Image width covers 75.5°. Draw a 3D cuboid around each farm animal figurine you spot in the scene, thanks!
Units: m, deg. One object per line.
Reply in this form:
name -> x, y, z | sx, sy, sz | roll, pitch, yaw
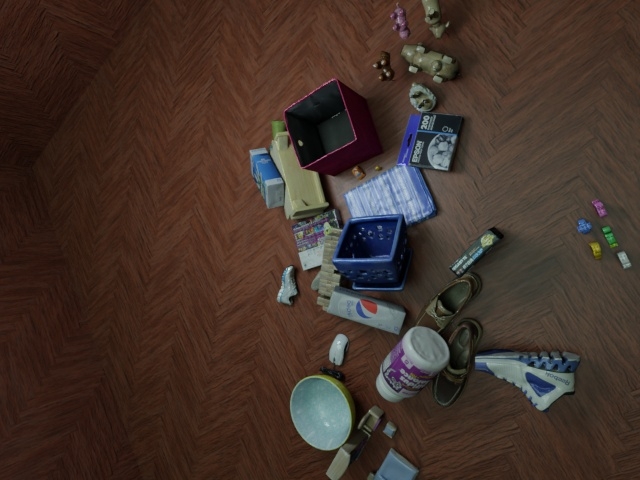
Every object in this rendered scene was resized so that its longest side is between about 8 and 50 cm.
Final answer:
farm animal figurine -> 0.372, -0.684, 1.485 | 0.327, 0.172, 0.330 | 43, 126, 3

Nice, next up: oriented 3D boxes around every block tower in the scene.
block tower -> 0.059, 0.121, 1.683 | 0.091, 0.097, 0.335 | 13, 106, 23

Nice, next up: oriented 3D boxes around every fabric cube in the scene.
fabric cube -> 0.054, -0.426, 1.621 | 0.259, 0.258, 0.254 | -22, 80, 28

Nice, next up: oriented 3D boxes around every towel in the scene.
towel -> 0.264, -0.147, 1.628 | 0.336, 0.040, 0.243 | -26, 77, 28

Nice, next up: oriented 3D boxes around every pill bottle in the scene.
pill bottle -> 0.319, 0.459, 1.494 | 0.169, 0.169, 0.301 | 44, 133, 22

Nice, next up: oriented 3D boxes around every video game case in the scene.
video game case -> 0.000, 0.000, 1.780 | 0.232, 0.042, 0.210 | -20, 82, 29

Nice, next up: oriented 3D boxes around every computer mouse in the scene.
computer mouse -> 0.064, 0.489, 1.749 | 0.106, 0.042, 0.193 | 19, 100, 30

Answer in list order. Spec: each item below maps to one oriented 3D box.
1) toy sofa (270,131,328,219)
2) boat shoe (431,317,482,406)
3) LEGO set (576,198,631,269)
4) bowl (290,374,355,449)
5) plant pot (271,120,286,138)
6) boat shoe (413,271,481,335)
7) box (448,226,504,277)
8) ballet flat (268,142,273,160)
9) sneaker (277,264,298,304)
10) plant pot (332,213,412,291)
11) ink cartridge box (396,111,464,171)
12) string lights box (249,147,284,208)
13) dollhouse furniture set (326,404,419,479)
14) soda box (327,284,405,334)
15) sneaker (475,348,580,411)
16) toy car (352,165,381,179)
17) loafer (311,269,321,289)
toy sofa -> -0.095, -0.276, 1.774 | 0.177, 0.150, 0.362 | 143, 114, -70
boat shoe -> 0.470, 0.442, 1.464 | 0.123, 0.123, 0.342 | 25, 103, 28
LEGO set -> 0.849, -0.007, 1.255 | 0.087, 0.093, 0.227 | -25, 78, 28
bowl -> 0.034, 0.683, 1.702 | 0.290, 0.156, 0.289 | 0, 90, 31
plant pot -> -0.187, -0.498, 1.870 | 0.083, 0.083, 0.079 | 17, 111, 29
boat shoe -> 0.437, 0.243, 1.485 | 0.123, 0.116, 0.324 | 41, 110, 24
box -> 0.521, 0.036, 1.373 | 0.051, 0.220, 0.175 | 46, 112, 16
ballet flat -> -0.202, -0.351, 1.892 | 0.070, 0.070, 0.188 | -7, 85, 30
sneaker -> -0.131, 0.202, 1.853 | 0.083, 0.071, 0.190 | 20, 109, 22
plant pot -> 0.209, 0.058, 1.534 | 0.236, 0.212, 0.236 | -4, 44, 30
ink cartridge box -> 0.397, -0.367, 1.525 | 0.208, 0.045, 0.206 | 14, 89, 29
string lights box -> -0.236, -0.277, 1.817 | 0.133, 0.077, 0.259 | 95, 153, -47
dollhouse furniture set -> 0.231, 0.861, 1.566 | 0.303, 0.198, 0.286 | 32, 106, 26
soda box -> 0.176, 0.264, 1.589 | 0.286, 0.098, 0.091 | 17, 100, 5
sneaker -> 0.669, 0.456, 1.346 | 0.316, 0.127, 0.182 | -5, 86, 29
toy car -> 0.180, -0.292, 1.673 | 0.122, 0.040, 0.060 | -23, 79, 29
loafer -> 0.001, 0.160, 1.790 | 0.045, 0.039, 0.125 | 29, 111, -7
